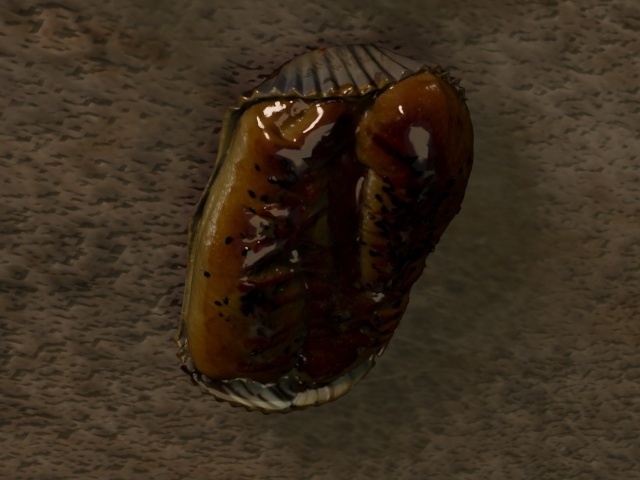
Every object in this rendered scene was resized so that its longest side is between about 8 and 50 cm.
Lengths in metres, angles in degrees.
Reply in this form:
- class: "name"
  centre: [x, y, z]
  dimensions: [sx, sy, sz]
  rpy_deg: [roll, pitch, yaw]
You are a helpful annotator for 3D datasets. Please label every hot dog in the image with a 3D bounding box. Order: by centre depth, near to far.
- class: "hot dog"
  centre: [0.000, 0.000, 1.091]
  dimensions: [0.162, 0.082, 0.270]
  rpy_deg: [2, 129, -20]
